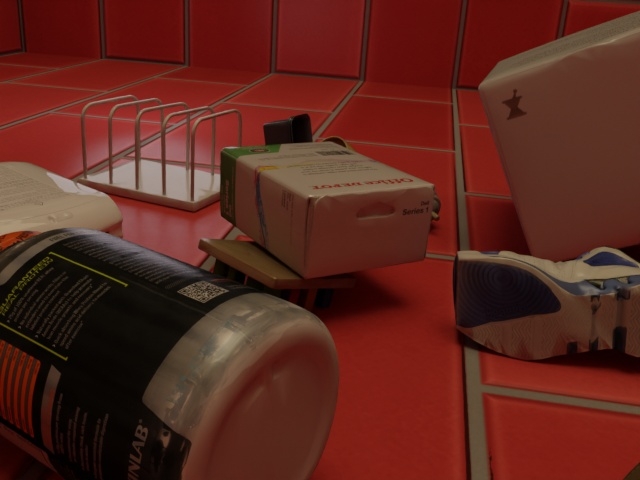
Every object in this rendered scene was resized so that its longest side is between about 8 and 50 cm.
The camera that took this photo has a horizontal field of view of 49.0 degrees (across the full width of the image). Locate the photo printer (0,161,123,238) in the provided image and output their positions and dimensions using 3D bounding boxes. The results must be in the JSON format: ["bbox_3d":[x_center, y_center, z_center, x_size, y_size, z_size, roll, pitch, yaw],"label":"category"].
[{"bbox_3d":[-0.474,-0.029,1.066,0.307,0.107,0.256,20,26,34],"label":"photo printer"}]

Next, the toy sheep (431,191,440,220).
[{"bbox_3d":[0.180,-0.068,1.321,0.091,0.091,0.132,-9,38,-30],"label":"toy sheep"}]

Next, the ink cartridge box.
[{"bbox_3d":[0.000,-0.056,1.017,0.201,0.117,0.278,-8,23,-29],"label":"ink cartridge box"}]

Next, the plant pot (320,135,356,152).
[{"bbox_3d":[0.041,-0.130,1.422,0.095,0.134,0.134,23,6,-38],"label":"plant pot"}]

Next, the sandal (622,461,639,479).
[{"bbox_3d":[0.243,0.262,0.510,0.079,0.088,0.240,42,39,9],"label":"sandal"}]

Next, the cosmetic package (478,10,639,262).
[{"bbox_3d":[0.499,-0.200,1.244,0.329,0.327,0.393,-15,13,24],"label":"cosmetic package"}]

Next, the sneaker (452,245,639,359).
[{"bbox_3d":[0.333,0.077,0.935,0.315,0.127,0.182,6,11,10],"label":"sneaker"}]

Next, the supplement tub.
[{"bbox_3d":[-0.171,0.109,0.618,0.338,0.207,0.207,18,25,32],"label":"supplement tub"}]

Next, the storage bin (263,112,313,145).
[{"bbox_3d":[-0.074,-0.224,1.625,0.091,0.135,0.098,4,19,30],"label":"storage bin"}]

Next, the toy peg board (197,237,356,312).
[{"bbox_3d":[-0.067,0.061,0.974,0.161,0.079,0.161,25,14,40],"label":"toy peg board"}]

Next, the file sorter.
[{"bbox_3d":[-0.318,-0.188,1.420,0.278,0.173,0.193,12,22,21],"label":"file sorter"}]
